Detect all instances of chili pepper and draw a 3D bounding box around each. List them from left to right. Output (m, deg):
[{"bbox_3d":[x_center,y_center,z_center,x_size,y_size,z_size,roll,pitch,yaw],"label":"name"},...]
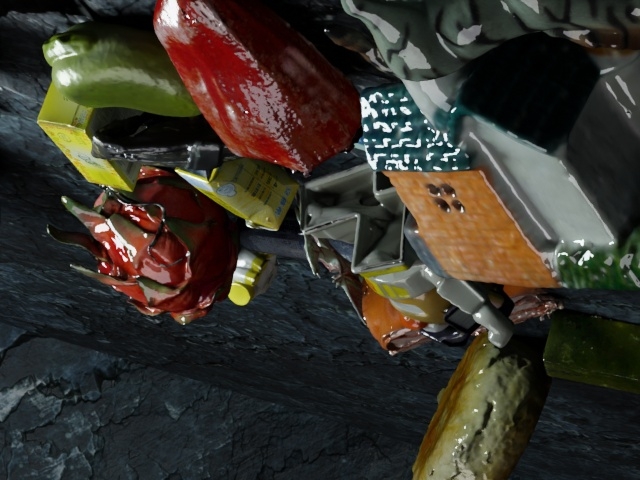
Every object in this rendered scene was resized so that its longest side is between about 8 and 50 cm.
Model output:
[{"bbox_3d":[-0.076,-0.170,1.220,0.253,0.136,0.144,47,-168,-43],"label":"chili pepper"}]

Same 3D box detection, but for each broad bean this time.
[{"bbox_3d":[-0.190,-0.175,1.346,0.174,0.082,0.124,4,165,7],"label":"broad bean"}]

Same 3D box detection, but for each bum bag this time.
[{"bbox_3d":[-0.120,-0.108,1.419,0.248,0.069,0.102,-2,166,4],"label":"bum bag"}]

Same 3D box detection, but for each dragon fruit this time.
[{"bbox_3d":[-0.214,-0.003,1.740,0.193,0.192,0.274,-22,135,32],"label":"dragon fruit"}]

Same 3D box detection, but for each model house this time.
[{"bbox_3d":[0.158,-0.114,1.095,0.271,0.190,0.301,4,143,49],"label":"model house"}]

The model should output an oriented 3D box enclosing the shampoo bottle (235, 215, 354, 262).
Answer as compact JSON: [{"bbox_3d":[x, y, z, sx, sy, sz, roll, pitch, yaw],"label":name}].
[{"bbox_3d":[0.000,0.000,1.777,0.233,0.049,0.087,7,160,30],"label":"shampoo bottle"}]

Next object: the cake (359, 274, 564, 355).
[{"bbox_3d":[0.184,0.094,1.823,0.287,0.135,0.098,2,146,18],"label":"cake"}]

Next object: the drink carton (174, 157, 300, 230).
[{"bbox_3d":[-0.082,-0.062,1.595,0.074,0.084,0.200,17,169,39],"label":"drink carton"}]

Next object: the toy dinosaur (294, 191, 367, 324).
[{"bbox_3d":[0.012,0.020,1.623,0.108,0.032,0.220,28,-155,-50],"label":"toy dinosaur"}]

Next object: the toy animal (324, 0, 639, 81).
[{"bbox_3d":[0.119,-0.188,0.909,0.255,0.090,0.170,-3,131,19],"label":"toy animal"}]

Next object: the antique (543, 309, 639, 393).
[{"bbox_3d":[0.424,0.162,1.845,0.221,0.081,0.080,12,164,17],"label":"antique"}]

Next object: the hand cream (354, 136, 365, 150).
[{"bbox_3d":[0.120,-0.097,1.365,0.320,0.067,0.109,18,167,22],"label":"hand cream"}]

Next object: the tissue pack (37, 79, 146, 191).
[{"bbox_3d":[-0.246,-0.133,1.493,0.062,0.095,0.176,13,164,15],"label":"tissue pack"}]

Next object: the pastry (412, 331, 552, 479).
[{"bbox_3d":[0.244,0.288,2.050,0.136,0.330,0.330,24,164,1],"label":"pastry"}]

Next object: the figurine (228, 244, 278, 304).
[{"bbox_3d":[-0.146,0.017,1.926,0.178,0.109,0.129,22,-175,-8],"label":"figurine"}]

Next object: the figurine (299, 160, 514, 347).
[{"bbox_3d":[0.118,0.025,1.570,0.308,0.143,0.308,44,-165,-15],"label":"figurine"}]
